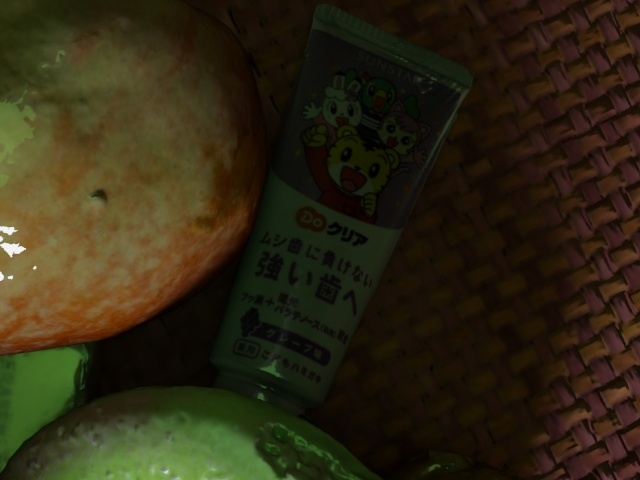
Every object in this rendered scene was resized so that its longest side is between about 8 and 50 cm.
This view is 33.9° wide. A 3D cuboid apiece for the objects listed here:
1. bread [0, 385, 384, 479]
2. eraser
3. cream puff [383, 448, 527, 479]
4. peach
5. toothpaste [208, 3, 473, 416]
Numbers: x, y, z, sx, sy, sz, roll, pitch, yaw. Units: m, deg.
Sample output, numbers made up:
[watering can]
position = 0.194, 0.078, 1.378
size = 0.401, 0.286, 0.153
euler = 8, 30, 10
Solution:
[bread]
position = -0.058, 0.216, 0.564
size = 0.301, 0.045, 0.301
euler = 6, 113, 14
[eraser]
position = -0.221, 0.097, 0.614
size = 0.172, 0.058, 0.117
euler = 8, 86, -6
[cream puff]
position = 0.073, 0.195, 0.621
size = 0.126, 0.103, 0.144
euler = 32, 83, 9
[peach]
position = -0.157, -0.040, 0.554
size = 0.232, 0.232, 0.257
euler = 37, 92, -3
[toothpaste]
position = 0.000, 0.000, 0.648
size = 0.114, 0.073, 0.299
euler = 22, 76, -5
